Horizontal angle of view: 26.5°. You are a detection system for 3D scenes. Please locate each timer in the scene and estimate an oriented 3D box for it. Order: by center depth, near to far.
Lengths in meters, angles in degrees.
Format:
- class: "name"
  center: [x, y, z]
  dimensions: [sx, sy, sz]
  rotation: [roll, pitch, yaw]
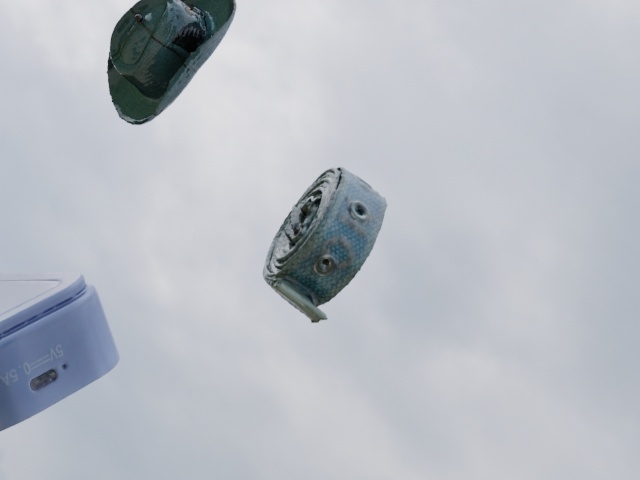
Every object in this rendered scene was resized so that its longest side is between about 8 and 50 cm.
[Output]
- class: "timer"
  center: [-0.499, 0.186, 1.877]
  dimensions: [0.395, 0.395, 0.173]
  rotation: [2, -66, 51]

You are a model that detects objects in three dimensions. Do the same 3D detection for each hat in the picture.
- class: "hat"
  center: [-0.184, -0.222, 1.508]
  dimensions: [0.078, 0.191, 0.138]
  rotation: [32, 13, -47]

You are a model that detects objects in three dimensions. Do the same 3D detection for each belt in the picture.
- class: "belt"
  center: [0.000, -0.004, 1.410]
  dimensions: [0.082, 0.148, 0.163]
  rotation: [36, 1, -14]
